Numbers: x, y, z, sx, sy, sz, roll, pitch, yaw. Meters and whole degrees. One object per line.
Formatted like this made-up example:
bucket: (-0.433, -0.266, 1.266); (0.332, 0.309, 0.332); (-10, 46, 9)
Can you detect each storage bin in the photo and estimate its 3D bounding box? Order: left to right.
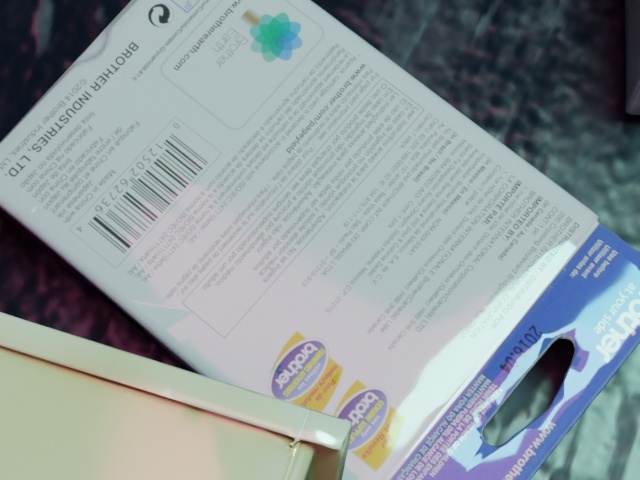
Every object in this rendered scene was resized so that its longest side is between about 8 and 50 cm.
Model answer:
storage bin: (-0.140, 0.142, 0.559); (0.262, 0.260, 0.123); (16, 57, 6)

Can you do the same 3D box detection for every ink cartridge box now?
ink cartridge box: (0.000, 0.000, 0.696); (0.311, 0.065, 0.186); (38, 78, 14)

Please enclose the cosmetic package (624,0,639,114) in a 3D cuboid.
cosmetic package: (0.353, -0.174, 0.690); (0.385, 0.156, 0.217); (1, 71, 3)
